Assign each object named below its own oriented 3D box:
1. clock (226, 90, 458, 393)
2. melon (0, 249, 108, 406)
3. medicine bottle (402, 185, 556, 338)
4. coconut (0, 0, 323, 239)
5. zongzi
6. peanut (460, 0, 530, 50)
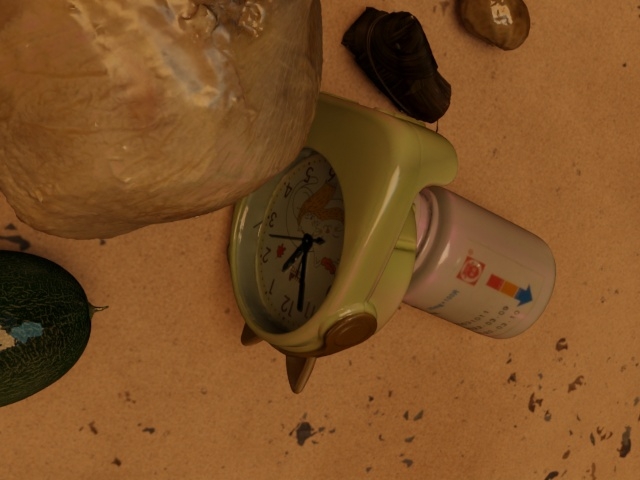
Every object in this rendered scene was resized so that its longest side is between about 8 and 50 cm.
[{"bbox_3d":[0.000,0.000,0.901,0.117,0.286,0.349,9,104,-38],"label":"clock"},{"bbox_3d":[-0.386,0.101,0.823,0.287,0.182,0.182,-6,104,-18],"label":"melon"},{"bbox_3d":[0.172,0.020,1.025,0.293,0.170,0.170,23,93,-25],"label":"medicine bottle"},{"bbox_3d":[-0.162,-0.205,0.701,0.404,0.404,0.405,-5,104,-20],"label":"coconut"},{"bbox_3d":[0.131,-0.217,0.946,0.187,0.184,0.084,42,86,-24],"label":"zongzi"},{"bbox_3d":[0.224,-0.347,1.012,0.089,0.089,0.193,-34,108,-11],"label":"peanut"}]
